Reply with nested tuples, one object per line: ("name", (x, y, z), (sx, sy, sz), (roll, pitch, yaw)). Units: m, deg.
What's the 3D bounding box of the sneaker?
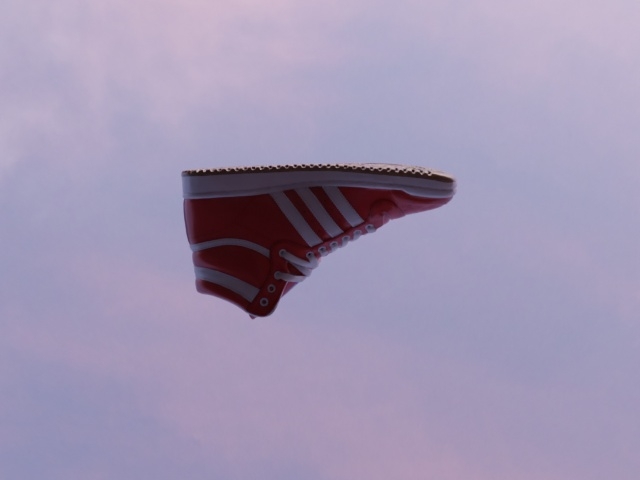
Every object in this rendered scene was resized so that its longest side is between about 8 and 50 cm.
("sneaker", (0.000, 0.000, 0.447), (0.118, 0.042, 0.067), (-1, -86, 4))
